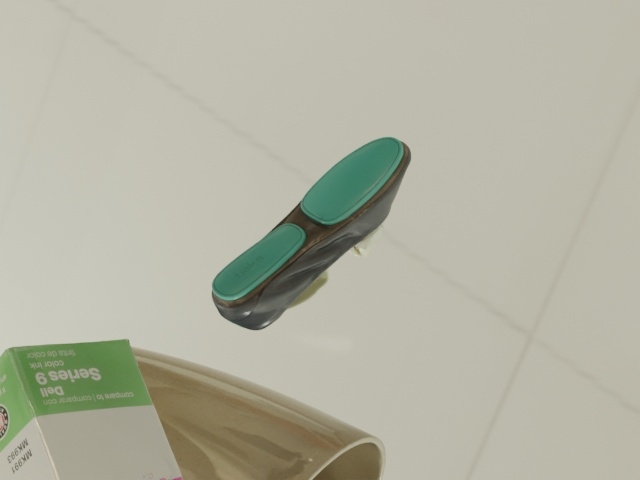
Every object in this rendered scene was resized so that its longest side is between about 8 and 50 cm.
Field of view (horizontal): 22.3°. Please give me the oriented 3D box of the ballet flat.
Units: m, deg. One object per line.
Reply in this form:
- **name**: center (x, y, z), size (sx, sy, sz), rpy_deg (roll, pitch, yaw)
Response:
- **ballet flat**: center (0.000, 0.000, 1.314), size (0.074, 0.203, 0.074), rpy_deg (47, 171, 10)

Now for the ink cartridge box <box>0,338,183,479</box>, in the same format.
- **ink cartridge box**: center (-0.146, 0.187, 0.948), size (0.093, 0.154, 0.212), rpy_deg (-1, -124, -44)

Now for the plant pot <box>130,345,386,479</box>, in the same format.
- **plant pot**: center (-0.126, 0.217, 1.484), size (0.274, 0.256, 0.256), rpy_deg (31, -162, 21)
